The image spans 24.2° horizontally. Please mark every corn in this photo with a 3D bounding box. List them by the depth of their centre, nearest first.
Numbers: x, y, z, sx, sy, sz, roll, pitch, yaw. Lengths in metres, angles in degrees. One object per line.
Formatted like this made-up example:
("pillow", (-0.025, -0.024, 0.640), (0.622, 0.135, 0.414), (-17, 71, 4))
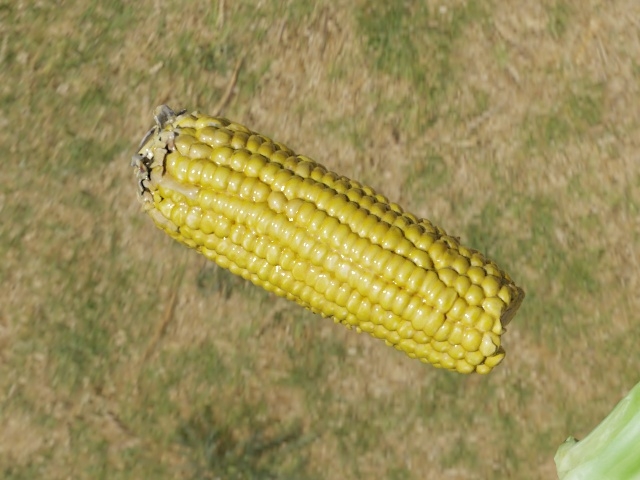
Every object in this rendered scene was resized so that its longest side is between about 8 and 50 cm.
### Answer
("corn", (0.000, 0.000, 1.099), (0.318, 0.115, 0.115), (26, 117, 9))

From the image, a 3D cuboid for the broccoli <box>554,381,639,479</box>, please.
("broccoli", (0.273, 0.120, 0.773), (0.275, 0.308, 0.308), (-20, 114, 15))
